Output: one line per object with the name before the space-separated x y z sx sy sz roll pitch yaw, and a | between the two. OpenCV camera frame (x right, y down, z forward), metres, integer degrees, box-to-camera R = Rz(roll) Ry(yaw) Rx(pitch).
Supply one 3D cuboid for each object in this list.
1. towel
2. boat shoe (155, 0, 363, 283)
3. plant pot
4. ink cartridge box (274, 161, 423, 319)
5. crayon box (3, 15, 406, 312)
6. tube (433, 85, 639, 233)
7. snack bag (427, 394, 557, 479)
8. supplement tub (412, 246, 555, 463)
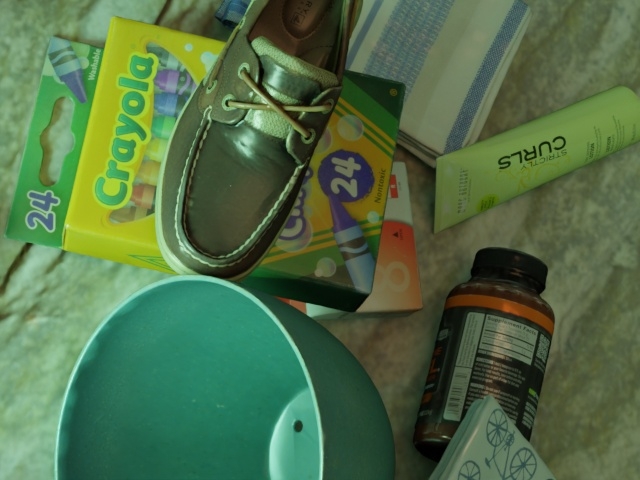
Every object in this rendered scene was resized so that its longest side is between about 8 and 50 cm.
towel | 0.060 -0.215 1.612 0.285 0.034 0.209 32 69 -14
boat shoe | -0.041 -0.126 1.403 0.123 0.123 0.342 26 69 -3
plant pot | -0.049 0.182 1.382 0.195 0.290 0.290 10 70 -50
ink cartridge box | 0.000 0.000 1.546 0.179 0.045 0.145 -1 76 -21
crayon box | -0.101 -0.071 1.487 0.323 0.083 0.203 12 73 -7
tube | 0.208 -0.082 1.623 0.240 0.062 0.070 -22 94 -24
snack bag | 0.124 0.352 1.411 0.342 0.037 0.323 -54 131 -22
supplement tub | 0.155 0.109 1.537 0.106 0.106 0.198 20 70 -13
